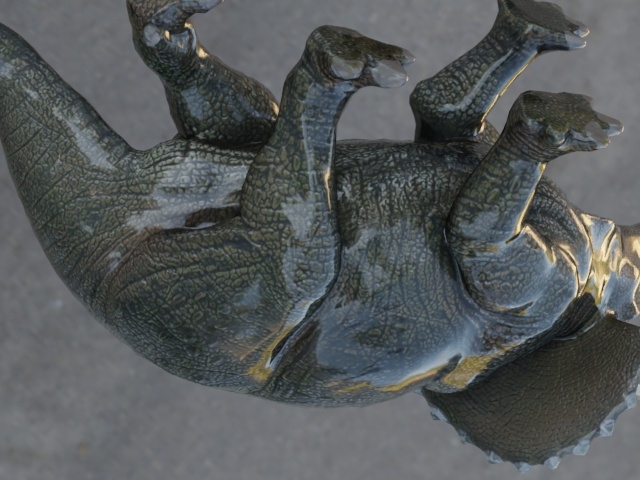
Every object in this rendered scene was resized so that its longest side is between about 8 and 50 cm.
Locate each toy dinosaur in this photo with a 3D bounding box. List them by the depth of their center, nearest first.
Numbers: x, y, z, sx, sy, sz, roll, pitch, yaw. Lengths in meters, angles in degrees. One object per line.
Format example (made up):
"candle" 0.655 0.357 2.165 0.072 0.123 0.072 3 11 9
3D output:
"toy dinosaur" 0.000 0.000 0.568 0.314 0.121 0.160 5 122 -19
